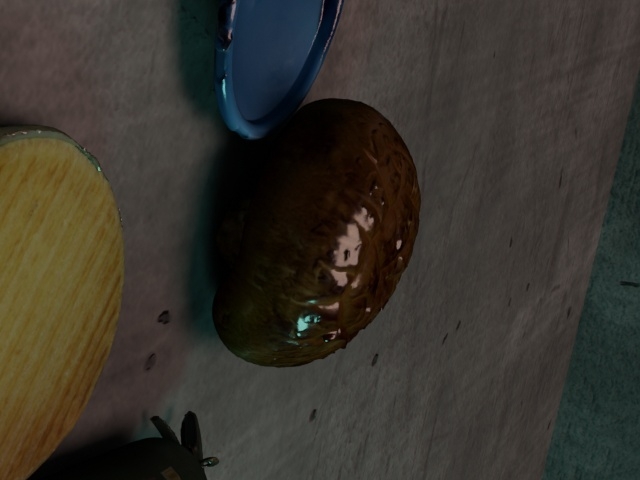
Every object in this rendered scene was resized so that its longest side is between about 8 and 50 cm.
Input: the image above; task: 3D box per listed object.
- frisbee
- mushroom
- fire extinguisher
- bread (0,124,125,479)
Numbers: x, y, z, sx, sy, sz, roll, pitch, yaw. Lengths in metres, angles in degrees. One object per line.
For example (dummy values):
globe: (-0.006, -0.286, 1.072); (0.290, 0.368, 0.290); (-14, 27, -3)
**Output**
frisbee: (-0.036, -0.201, 1.016); (0.242, 0.045, 0.242); (-58, 160, -35)
mushroom: (0.000, 0.000, 1.109); (0.253, 0.153, 0.253); (-55, 163, -26)
fire extinguisher: (-0.168, 0.208, 0.959); (0.311, 0.095, 0.114); (-7, 71, -64)
bread: (-0.214, 0.049, 0.804); (0.267, 0.040, 0.267); (-46, 144, -47)
